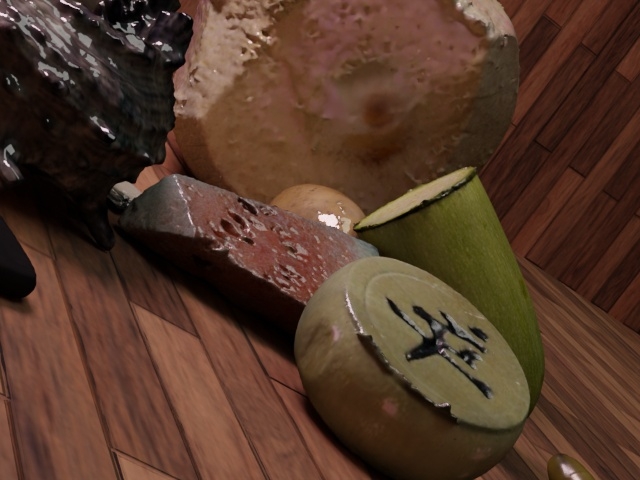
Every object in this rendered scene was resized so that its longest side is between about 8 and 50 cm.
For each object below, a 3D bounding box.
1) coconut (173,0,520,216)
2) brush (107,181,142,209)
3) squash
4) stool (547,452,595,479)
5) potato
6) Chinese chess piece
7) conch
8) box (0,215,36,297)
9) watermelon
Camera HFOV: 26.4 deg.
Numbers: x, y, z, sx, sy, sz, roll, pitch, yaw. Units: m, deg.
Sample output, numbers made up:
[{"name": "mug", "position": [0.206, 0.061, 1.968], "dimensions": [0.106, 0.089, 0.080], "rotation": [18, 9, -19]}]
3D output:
[{"name": "coconut", "position": [0.029, -0.186, 1.563], "dimensions": [0.404, 0.405, 0.404], "rotation": [35, 9, -6]}, {"name": "brush", "position": [-0.255, -0.111, 1.250], "dimensions": [0.314, 0.017, 0.090], "rotation": [40, 7, 28]}, {"name": "squash", "position": [0.137, 0.068, 1.282], "dimensions": [0.132, 0.132, 0.247], "rotation": [-69, 135, -81]}, {"name": "stool", "position": [0.182, 0.219, 0.887], "dimensions": [0.110, 0.135, 0.134], "rotation": [-132, -150, -65]}, {"name": "potato", "position": [0.000, -0.002, 1.358], "dimensions": [0.112, 0.112, 0.147], "rotation": [31, 12, -31]}, {"name": "Chinese chess piece", "position": [0.070, 0.096, 1.029], "dimensions": [0.188, 0.083, 0.188], "rotation": [28, 30, -18]}, {"name": "conch", "position": [-0.220, -0.128, 1.046], "dimensions": [0.240, 0.186, 0.313], "rotation": [29, 28, -3]}, {"name": "box", "position": [-0.233, -0.020, 0.809], "dimensions": [0.125, 0.027, 0.126], "rotation": [27, 13, -48]}, {"name": "watermelon", "position": [-0.054, 0.024, 1.139], "dimensions": [0.241, 0.094, 0.154], "rotation": [31, 20, -26]}]
